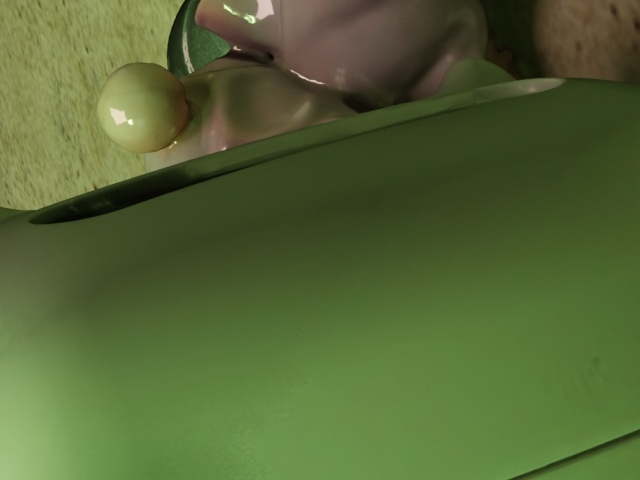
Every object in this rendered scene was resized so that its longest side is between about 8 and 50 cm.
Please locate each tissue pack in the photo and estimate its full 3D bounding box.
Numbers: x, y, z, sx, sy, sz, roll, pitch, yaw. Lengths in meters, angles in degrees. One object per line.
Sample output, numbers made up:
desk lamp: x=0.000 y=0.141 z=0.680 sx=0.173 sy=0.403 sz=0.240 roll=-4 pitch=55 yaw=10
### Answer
tissue pack: x=0.018 y=0.069 z=0.627 sx=0.229 sy=0.333 sz=0.236 roll=-5 pitch=101 yaw=67

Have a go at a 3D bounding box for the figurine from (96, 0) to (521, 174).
figurine: x=0.007 y=-0.053 z=0.795 sx=0.133 sy=0.200 sz=0.275 roll=26 pitch=104 yaw=47

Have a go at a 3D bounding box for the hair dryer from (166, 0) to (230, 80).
hair dryer: x=0.000 y=0.000 z=0.963 sx=0.271 sy=0.091 sz=0.235 roll=64 pitch=165 yaw=12
